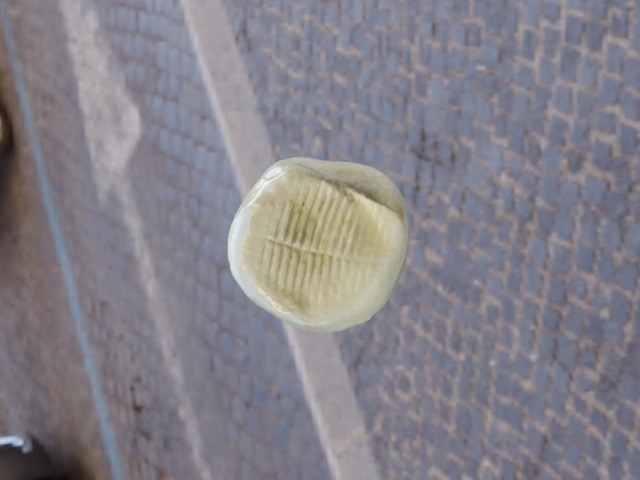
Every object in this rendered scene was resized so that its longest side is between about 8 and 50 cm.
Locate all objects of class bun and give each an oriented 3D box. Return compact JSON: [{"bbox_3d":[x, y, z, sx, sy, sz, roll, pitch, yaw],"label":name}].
[{"bbox_3d":[0.000,0.000,1.638,0.145,0.229,0.229,179,86,-87],"label":"bun"}]
